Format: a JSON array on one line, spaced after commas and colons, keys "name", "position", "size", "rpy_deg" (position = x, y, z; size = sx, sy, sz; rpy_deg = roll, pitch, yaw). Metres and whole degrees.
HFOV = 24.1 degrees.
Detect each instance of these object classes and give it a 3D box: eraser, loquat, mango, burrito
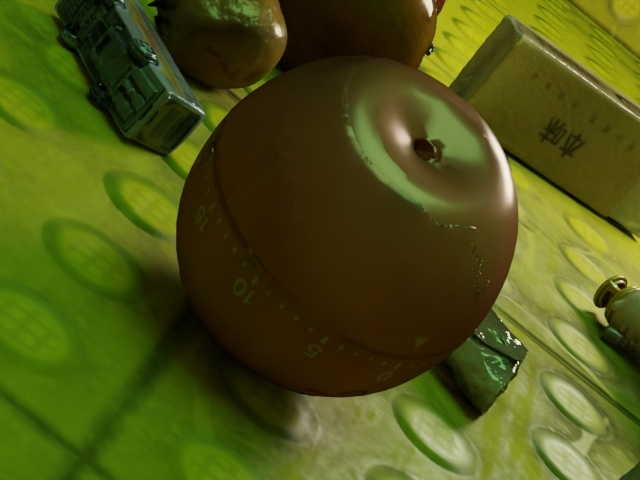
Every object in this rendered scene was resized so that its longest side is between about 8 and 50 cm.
[{"name": "eraser", "position": [0.340, -0.146, 1.986], "size": [0.343, 0.144, 0.078], "rpy_deg": [31, 21, -20]}, {"name": "loquat", "position": [-0.098, -0.208, 1.437], "size": [0.137, 0.113, 0.137], "rpy_deg": [21, 52, -30]}, {"name": "mango", "position": [0.024, -0.265, 1.618], "size": [0.236, 0.166, 0.136], "rpy_deg": [31, 41, -20]}, {"name": "burrito", "position": [0.104, 0.054, 1.294], "size": [0.087, 0.060, 0.226], "rpy_deg": [2, 43, -50]}]

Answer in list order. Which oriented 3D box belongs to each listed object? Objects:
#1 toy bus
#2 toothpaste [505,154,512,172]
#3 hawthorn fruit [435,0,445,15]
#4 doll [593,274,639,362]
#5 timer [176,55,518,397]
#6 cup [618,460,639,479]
[{"name": "toy bus", "position": [-0.163, -0.155, 1.271], "size": [0.075, 0.064, 0.190], "rpy_deg": [27, 23, -44]}, {"name": "toothpaste", "position": [0.225, -0.094, 1.860], "size": [0.027, 0.019, 0.083], "rpy_deg": [11, 25, -7]}, {"name": "hawthorn fruit", "position": [0.059, -0.342, 1.846], "size": [0.215, 0.215, 0.249], "rpy_deg": [37, 11, -7]}, {"name": "doll", "position": [0.344, 0.097, 1.618], "size": [0.084, 0.073, 0.127], "rpy_deg": [-17, 48, -26]}, {"name": "timer", "position": [0.017, -0.007, 1.039], "size": [0.230, 0.215, 0.229], "rpy_deg": [21, 47, -24]}, {"name": "cup", "position": [0.425, 0.186, 1.213], "size": [0.257, 0.311, 0.331], "rpy_deg": [50, 23, 26]}]
